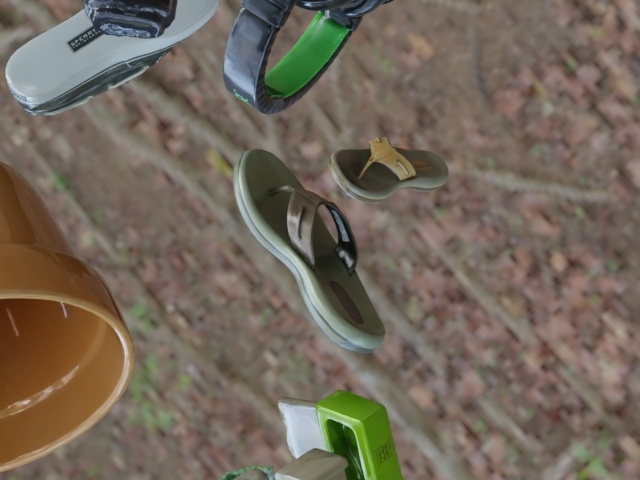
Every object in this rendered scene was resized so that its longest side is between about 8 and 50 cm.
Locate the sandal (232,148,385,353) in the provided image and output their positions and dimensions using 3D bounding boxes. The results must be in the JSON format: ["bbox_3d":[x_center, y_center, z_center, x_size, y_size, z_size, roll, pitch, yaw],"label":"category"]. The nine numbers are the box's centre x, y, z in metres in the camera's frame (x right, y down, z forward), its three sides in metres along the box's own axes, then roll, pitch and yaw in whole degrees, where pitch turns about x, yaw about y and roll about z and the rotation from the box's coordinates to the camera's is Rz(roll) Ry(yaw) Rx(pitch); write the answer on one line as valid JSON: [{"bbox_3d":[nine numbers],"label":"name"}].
[{"bbox_3d":[0.002,0.001,2.252,0.086,0.120,0.302,-50,64,32],"label":"sandal"}]

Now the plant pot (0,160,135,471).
[{"bbox_3d":[-0.332,0.057,1.662,0.291,0.291,0.203,87,165,-56],"label":"plant pot"}]

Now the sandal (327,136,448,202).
[{"bbox_3d":[0.076,-0.082,1.952,0.072,0.180,0.049,52,127,27],"label":"sandal"}]

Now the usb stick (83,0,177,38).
[{"bbox_3d":[-0.148,-0.292,1.539,0.077,0.278,0.045,8,152,-9],"label":"usb stick"}]

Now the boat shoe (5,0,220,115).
[{"bbox_3d":[-0.194,-0.189,1.748,0.077,0.219,0.070,61,174,21],"label":"boat shoe"}]

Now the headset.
[{"bbox_3d":[-0.002,-0.331,2.000,0.185,0.394,0.243,34,-165,14],"label":"headset"}]

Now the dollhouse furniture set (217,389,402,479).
[{"bbox_3d":[-0.077,0.268,1.535,0.151,0.301,0.197,5,115,44],"label":"dollhouse furniture set"}]
